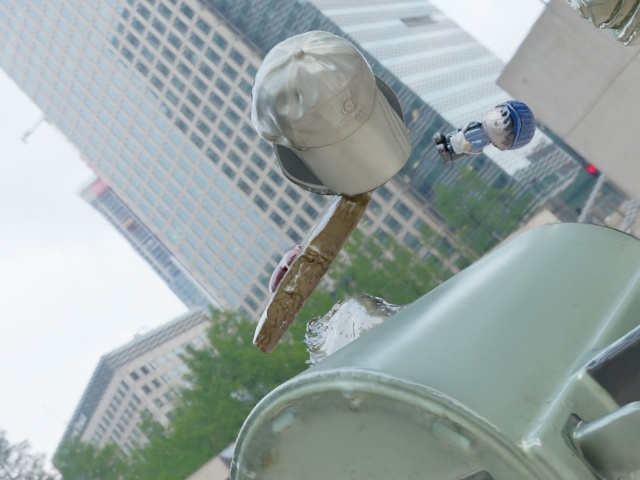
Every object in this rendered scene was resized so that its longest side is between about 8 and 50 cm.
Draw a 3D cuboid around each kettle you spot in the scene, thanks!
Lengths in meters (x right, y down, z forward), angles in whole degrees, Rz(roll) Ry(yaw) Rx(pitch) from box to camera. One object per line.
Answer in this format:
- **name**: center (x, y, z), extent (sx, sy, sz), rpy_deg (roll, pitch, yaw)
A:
- **kettle**: center (0.174, 0.104, 0.544), extent (0.377, 0.250, 0.361), rpy_deg (-27, -18, -52)

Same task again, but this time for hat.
- **hat**: center (0.018, -0.198, 1.198), extent (0.232, 0.275, 0.161), rpy_deg (-39, 2, -2)

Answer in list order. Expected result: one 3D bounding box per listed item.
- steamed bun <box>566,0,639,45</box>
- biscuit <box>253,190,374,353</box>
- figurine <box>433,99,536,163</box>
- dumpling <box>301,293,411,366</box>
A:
- **steamed bun**: center (0.420, -0.409, 1.009), extent (0.220, 0.309, 0.324), rpy_deg (-27, -39, -2)
- **biscuit**: center (0.000, 0.000, 1.416), extent (0.368, 0.076, 0.394), rpy_deg (-58, 0, 32)
- **figurine**: center (0.251, -0.159, 1.157), extent (0.149, 0.086, 0.087), rpy_deg (-23, -48, 17)
- **dumpling**: center (0.071, 0.108, 0.895), extent (0.166, 0.085, 0.332), rpy_deg (-15, 12, -38)
